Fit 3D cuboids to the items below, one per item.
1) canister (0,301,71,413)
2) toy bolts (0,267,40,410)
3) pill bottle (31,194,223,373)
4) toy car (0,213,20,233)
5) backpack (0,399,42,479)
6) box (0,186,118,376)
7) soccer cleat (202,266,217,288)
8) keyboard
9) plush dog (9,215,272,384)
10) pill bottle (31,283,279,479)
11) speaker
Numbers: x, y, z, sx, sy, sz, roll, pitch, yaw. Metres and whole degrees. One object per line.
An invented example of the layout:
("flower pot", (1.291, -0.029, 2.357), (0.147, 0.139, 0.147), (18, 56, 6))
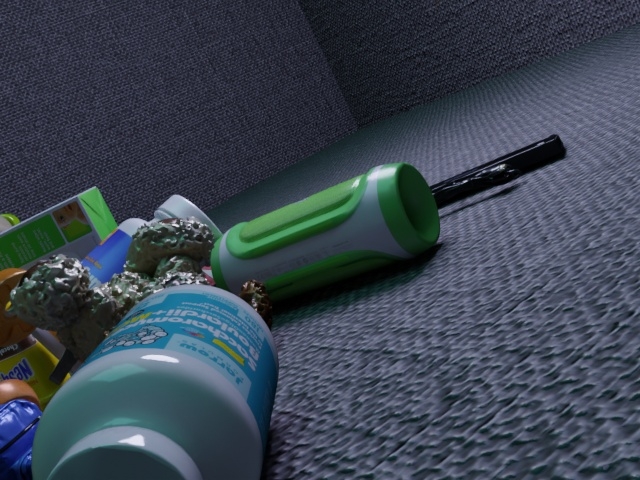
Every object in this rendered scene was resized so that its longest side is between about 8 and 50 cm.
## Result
("canister", (-0.442, 0.171, 1.143), (0.126, 0.169, 0.073), (-23, 10, 22))
("toy bolts", (-0.367, 0.133, 0.880), (0.218, 0.159, 0.228), (-59, -26, -13))
("pill bottle", (-0.263, 0.066, 1.103), (0.272, 0.152, 0.152), (-47, 16, -18))
("toy car", (-0.687, 0.012, 1.492), (0.188, 0.149, 0.155), (-54, 4, 4))
("backpack", (-0.255, 0.195, 0.668), (0.101, 0.120, 0.098), (-24, 9, 15))
("box", (-0.424, 0.080, 1.316), (0.231, 0.261, 0.127), (-25, 10, 3))
("soccer cleat", (-0.234, 0.047, 1.419), (0.318, 0.116, 0.109), (-18, 12, 41))
("keyboard", (0.210, -0.081, 1.195), (0.317, 0.033, 0.201), (-23, 3, 23))
("plush dog", (-0.180, 0.102, 0.899), (0.226, 0.210, 0.263), (10, 23, 42))
("pill bottle", (-0.109, 0.129, 0.561), (0.146, 0.146, 0.264), (-26, 10, 5))
("speaker", (0.000, 0.000, 1.032), (0.297, 0.131, 0.131), (-21, 11, 31))
